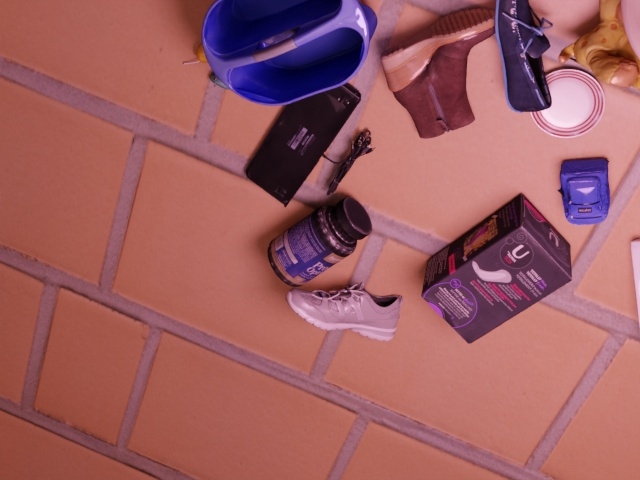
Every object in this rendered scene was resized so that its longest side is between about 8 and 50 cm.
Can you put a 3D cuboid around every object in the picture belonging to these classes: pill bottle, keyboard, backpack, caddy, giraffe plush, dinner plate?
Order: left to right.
[{"bbox_3d":[-0.058,-0.389,1.765,0.341,0.179,0.241,-14,120,31],"label":"caddy"},{"bbox_3d":[-0.009,-0.194,1.981,0.201,0.033,0.317,37,123,0],"label":"keyboard"},{"bbox_3d":[0.000,0.000,2.037,0.219,0.123,0.123,-34,107,30],"label":"pill bottle"},{"bbox_3d":[0.473,-0.264,1.814,0.141,0.017,0.141,7,120,12],"label":"dinner plate"},{"bbox_3d":[0.517,-0.087,1.858,0.097,0.101,0.120,1,124,22],"label":"backpack"},{"bbox_3d":[0.538,-0.373,1.668,0.210,0.181,0.171,34,119,36],"label":"giraffe plush"}]

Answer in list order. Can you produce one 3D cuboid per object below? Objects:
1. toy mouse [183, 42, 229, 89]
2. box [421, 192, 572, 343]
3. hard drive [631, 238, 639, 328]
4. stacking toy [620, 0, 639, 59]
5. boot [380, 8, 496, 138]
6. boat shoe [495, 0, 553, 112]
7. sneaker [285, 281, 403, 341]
[{"bbox_3d":[-0.186,-0.358,1.932,0.143,0.031,0.161,43,121,-11],"label":"toy mouse"},{"bbox_3d":[0.364,0.061,1.959,0.270,0.143,0.165,-37,107,29],"label":"box"},{"bbox_3d":[0.792,0.105,1.825,0.353,0.047,0.233,-3,99,38],"label":"hard drive"},{"bbox_3d":[0.749,-0.382,1.476,0.479,0.351,0.351,4,129,-30],"label":"stacking toy"},{"bbox_3d":[0.258,-0.318,1.819,0.248,0.090,0.207,-20,125,23],"label":"boot"},{"bbox_3d":[0.385,-0.360,1.734,0.089,0.109,0.258,11,135,36],"label":"boat shoe"},{"bbox_3d":[0.054,0.135,2.097,0.281,0.105,0.115,13,110,-27],"label":"sneaker"}]
